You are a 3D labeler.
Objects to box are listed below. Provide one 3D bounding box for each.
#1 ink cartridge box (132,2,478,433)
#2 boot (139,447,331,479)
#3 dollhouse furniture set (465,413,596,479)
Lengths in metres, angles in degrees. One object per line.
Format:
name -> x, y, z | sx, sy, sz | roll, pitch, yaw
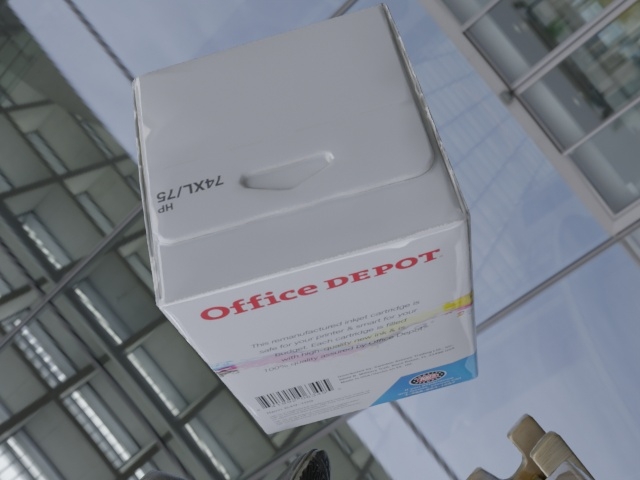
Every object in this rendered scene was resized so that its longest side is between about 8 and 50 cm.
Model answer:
ink cartridge box -> 0.000, 0.000, 0.632 | 0.270, 0.198, 0.197 | 70, -174, -58
boot -> -0.112, 0.302, 0.934 | 0.189, 0.209, 0.076 | -49, -50, -45
dollhouse furniture set -> 0.132, 0.241, 0.422 | 0.152, 0.201, 0.374 | 43, 179, 5
